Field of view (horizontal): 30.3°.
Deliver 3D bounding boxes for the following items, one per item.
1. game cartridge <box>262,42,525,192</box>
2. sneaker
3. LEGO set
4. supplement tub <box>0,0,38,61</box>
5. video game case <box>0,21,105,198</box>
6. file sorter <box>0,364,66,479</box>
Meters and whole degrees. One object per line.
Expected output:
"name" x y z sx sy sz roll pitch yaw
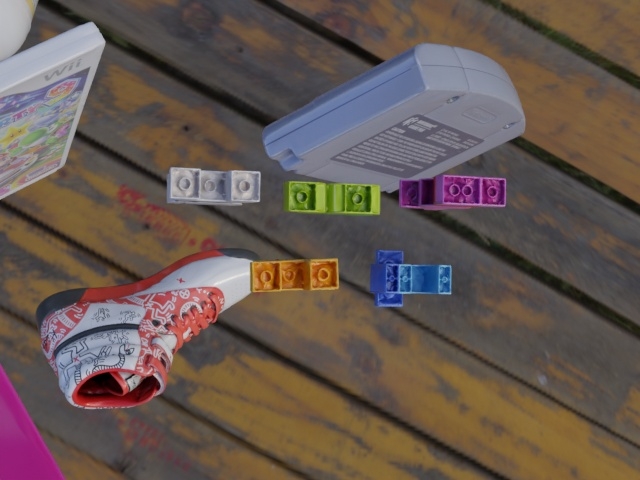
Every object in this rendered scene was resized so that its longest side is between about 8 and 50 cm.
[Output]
"game cartridge" 0.092 -0.116 1.169 0.196 0.294 0.060 -21 78 23
"sneaker" -0.172 0.104 1.324 0.270 0.145 0.090 -14 138 -18
"LEGO set" 0.000 0.000 0.786 0.227 0.093 0.087 2 88 -21
"supplement tub" -0.375 -0.315 1.147 0.241 0.241 0.331 13 75 3
"video game case" -0.128 -0.034 0.444 0.087 0.122 0.011 -31 84 -25
"file sorter" -0.196 0.169 0.279 0.202 0.290 0.182 55 141 19
